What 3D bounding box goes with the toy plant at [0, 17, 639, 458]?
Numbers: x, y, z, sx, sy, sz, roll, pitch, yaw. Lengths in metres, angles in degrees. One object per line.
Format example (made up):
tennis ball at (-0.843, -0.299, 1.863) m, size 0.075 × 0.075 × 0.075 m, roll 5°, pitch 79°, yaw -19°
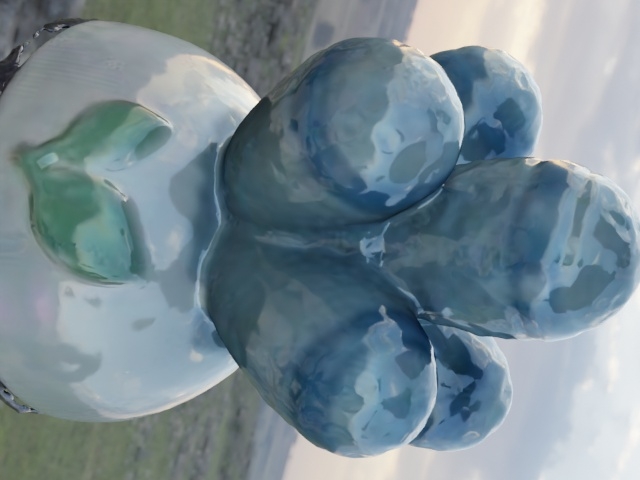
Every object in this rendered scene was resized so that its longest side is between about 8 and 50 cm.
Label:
toy plant at (0.000, 0.000, 0.646) m, size 0.247 × 0.332 × 0.247 m, roll -23°, pitch 116°, yaw -61°
